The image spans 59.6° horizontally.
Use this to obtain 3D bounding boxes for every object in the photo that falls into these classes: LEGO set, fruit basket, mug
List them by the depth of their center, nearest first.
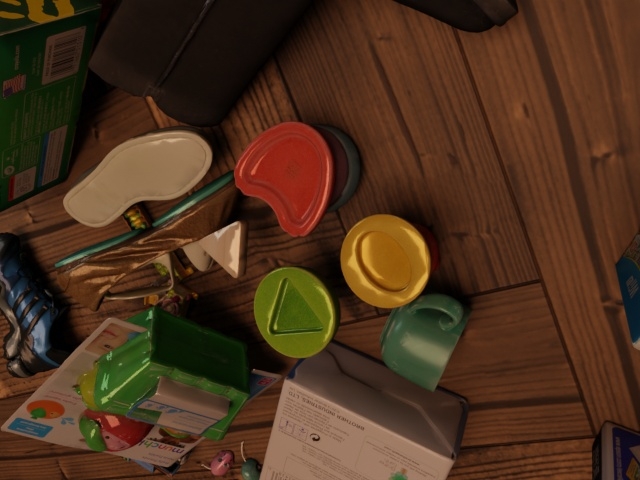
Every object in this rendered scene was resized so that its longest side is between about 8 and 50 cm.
[{"bbox_3d":[0.146,0.122,0.785,0.098,0.129,0.157,25,114,17],"label":"mug"},{"bbox_3d":[-0.292,0.281,0.928,0.327,0.165,0.353,31,114,-34],"label":"fruit basket"},{"bbox_3d":[-0.302,0.086,0.987,0.132,0.107,0.286,7,111,22],"label":"LEGO set"}]

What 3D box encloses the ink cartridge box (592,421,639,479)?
[{"bbox_3d":[0.473,0.376,0.630,0.308,0.304,0.072,19,118,18],"label":"ink cartridge box"}]

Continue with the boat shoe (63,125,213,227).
[{"bbox_3d":[-0.292,-0.119,0.907,0.320,0.099,0.116,-21,126,31],"label":"boat shoe"}]

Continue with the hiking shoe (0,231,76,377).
[{"bbox_3d":[-0.587,0.126,1.152,0.132,0.113,0.303,-10,99,-4],"label":"hiking shoe"}]

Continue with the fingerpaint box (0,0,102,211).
[{"bbox_3d":[-0.546,-0.306,0.844,0.371,0.163,0.445,49,141,1],"label":"fingerpaint box"}]

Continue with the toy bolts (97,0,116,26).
[{"bbox_3d":[-0.250,-0.418,0.778,0.228,0.219,0.158,-41,59,47],"label":"toy bolts"}]

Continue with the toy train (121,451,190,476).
[{"bbox_3d":[-0.357,0.420,1.155,0.184,0.080,0.105,27,126,11],"label":"toy train"}]

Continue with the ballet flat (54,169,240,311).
[{"bbox_3d":[-0.251,0.015,0.896,0.343,0.116,0.124,-28,104,1],"label":"ballet flat"}]

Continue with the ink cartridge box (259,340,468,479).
[{"bbox_3d":[0.044,0.394,0.918,0.270,0.151,0.395,22,115,16],"label":"ink cartridge box"}]

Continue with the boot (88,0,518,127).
[{"bbox_3d":[-0.044,-0.275,0.705,0.367,0.146,0.445,37,131,-20],"label":"boot"}]

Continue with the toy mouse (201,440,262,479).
[{"bbox_3d":[-0.167,0.459,1.106,0.161,0.031,0.143,21,116,17],"label":"toy mouse"}]

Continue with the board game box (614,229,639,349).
[{"bbox_3d":[0.424,-0.038,0.547,0.098,0.224,0.303,27,117,12],"label":"board game box"}]

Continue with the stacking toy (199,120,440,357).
[{"bbox_3d":[0.000,0.000,0.813,0.279,0.130,0.309,-46,75,25],"label":"stacking toy"}]
